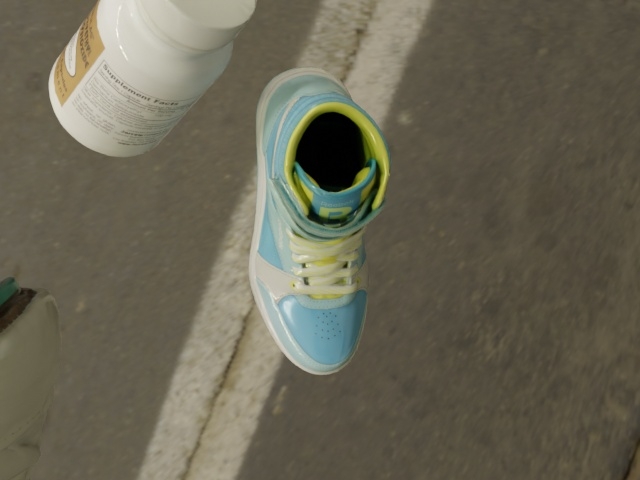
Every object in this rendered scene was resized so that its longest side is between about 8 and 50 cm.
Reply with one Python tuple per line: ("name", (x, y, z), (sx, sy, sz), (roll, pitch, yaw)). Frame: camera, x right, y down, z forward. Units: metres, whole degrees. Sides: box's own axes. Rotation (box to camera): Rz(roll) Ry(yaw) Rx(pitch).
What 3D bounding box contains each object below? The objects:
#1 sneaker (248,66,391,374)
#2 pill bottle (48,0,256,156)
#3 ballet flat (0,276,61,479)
("sneaker", (0.000, 0.000, 1.361), (0.127, 0.208, 0.319), (-8, 104, -9))
("pill bottle", (-0.156, -0.183, 1.314), (0.131, 0.131, 0.229), (54, 141, 2))
("ballet flat", (-0.236, 0.110, 0.808), (0.400, 0.139, 0.139), (-15, 95, 51))
